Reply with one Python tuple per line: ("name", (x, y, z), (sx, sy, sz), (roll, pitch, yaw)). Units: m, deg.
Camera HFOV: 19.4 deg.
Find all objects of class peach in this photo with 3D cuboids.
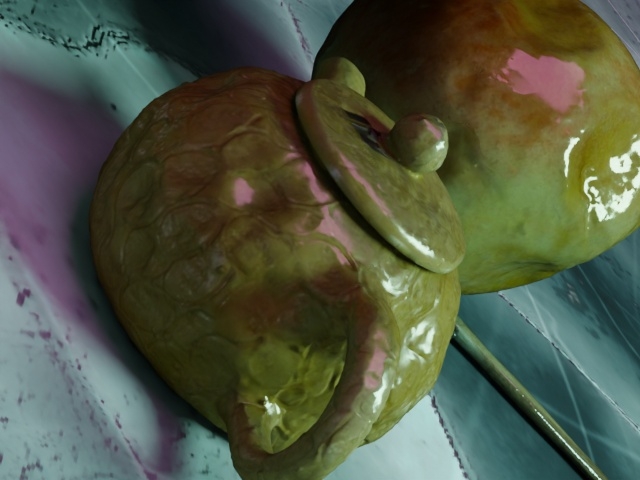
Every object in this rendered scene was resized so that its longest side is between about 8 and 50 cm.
("peach", (0.109, -0.064, 1.188), (0.235, 0.214, 0.214), (3, 44, -26))

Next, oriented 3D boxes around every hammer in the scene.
("hammer", (0.128, 0.099, 1.229), (0.182, 0.017, 0.062), (47, 22, -9))

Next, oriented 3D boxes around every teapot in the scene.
("teapot", (0.000, 0.000, 0.936), (0.203, 0.167, 0.311), (40, 24, -24))
